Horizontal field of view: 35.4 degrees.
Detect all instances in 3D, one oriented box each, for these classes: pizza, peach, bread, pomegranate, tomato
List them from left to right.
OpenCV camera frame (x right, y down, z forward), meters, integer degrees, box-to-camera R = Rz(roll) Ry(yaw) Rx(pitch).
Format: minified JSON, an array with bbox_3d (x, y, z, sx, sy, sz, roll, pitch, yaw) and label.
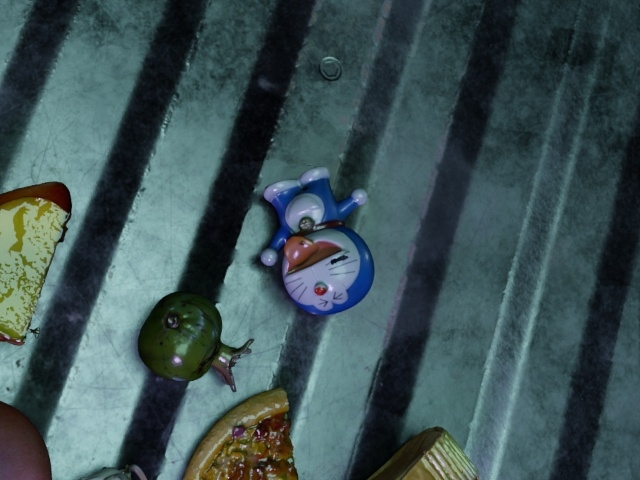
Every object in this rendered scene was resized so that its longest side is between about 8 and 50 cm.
[{"bbox_3d":[-0.521,0.351,1.464,0.255,0.224,0.256,14,53,-19],"label":"tomato"},{"bbox_3d":[-0.493,0.018,1.562,0.153,0.158,0.268,22,76,-27],"label":"peach"},{"bbox_3d":[-0.203,0.175,1.663,0.191,0.131,0.152,36,68,-19],"label":"pomegranate"},{"bbox_3d":[-0.106,0.400,1.684,0.229,0.081,0.289,44,68,-9],"label":"pizza"},{"bbox_3d":[0.153,0.443,1.722,0.250,0.179,0.133,-39,88,-29],"label":"bread"}]

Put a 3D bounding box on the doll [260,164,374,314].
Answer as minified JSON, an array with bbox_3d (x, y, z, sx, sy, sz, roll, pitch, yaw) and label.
[{"bbox_3d":[0.000,0.000,1.750,0.215,0.161,0.257,-24,77,6],"label":"doll"}]

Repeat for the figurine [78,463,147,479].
[{"bbox_3d":[-0.342,0.414,1.586,0.153,0.132,0.132,-23,90,-36],"label":"figurine"}]
